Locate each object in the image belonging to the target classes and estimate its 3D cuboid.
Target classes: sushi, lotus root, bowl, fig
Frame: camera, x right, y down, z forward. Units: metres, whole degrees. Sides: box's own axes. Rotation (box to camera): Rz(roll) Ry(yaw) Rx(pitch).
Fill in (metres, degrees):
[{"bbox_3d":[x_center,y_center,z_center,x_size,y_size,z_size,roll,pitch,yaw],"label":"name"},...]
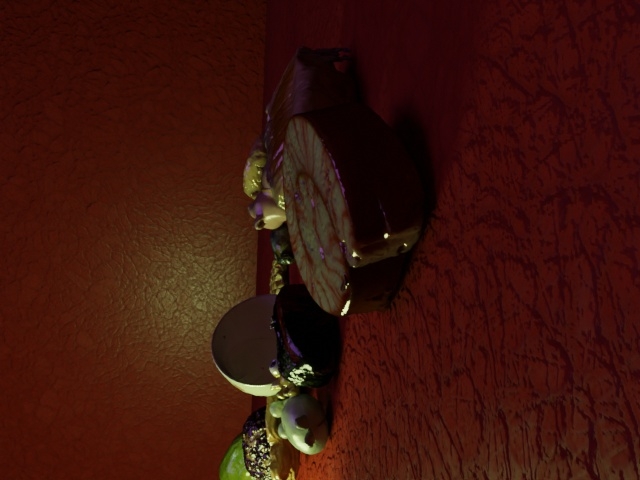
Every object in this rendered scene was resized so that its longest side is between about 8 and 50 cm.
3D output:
[{"bbox_3d":[-0.034,0.211,1.374,0.126,0.136,0.225,99,161,-47],"label":"sushi"},{"bbox_3d":[-0.113,0.018,1.974,0.192,0.088,0.113,-109,15,-61],"label":"lotus root"},{"bbox_3d":[-0.134,0.288,1.606,0.145,0.277,0.277,82,179,-46],"label":"bowl"},{"bbox_3d":[-0.232,0.765,2.154,0.314,0.233,0.233,109,160,-46],"label":"fig"}]

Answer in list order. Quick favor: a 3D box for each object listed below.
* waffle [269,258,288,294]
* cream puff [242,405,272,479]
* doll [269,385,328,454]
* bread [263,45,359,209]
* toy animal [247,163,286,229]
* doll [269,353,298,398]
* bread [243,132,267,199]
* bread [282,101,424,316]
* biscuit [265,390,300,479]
[{"bbox_3d":[-0.156,0.194,2.278,0.249,0.056,0.253,-165,76,-80],"label":"waffle"},{"bbox_3d":[-0.156,0.626,1.895,0.239,0.164,0.239,180,90,-78],"label":"cream puff"},{"bbox_3d":[-0.039,0.415,1.446,0.275,0.113,0.155,150,101,-73],"label":"doll"},{"bbox_3d":[-0.007,-0.207,1.245,0.236,0.183,0.389,130,149,-49],"label":"bread"},{"bbox_3d":[-0.129,-0.153,1.937,0.165,0.149,0.248,-110,44,-76],"label":"toy animal"},{"bbox_3d":[-0.058,0.241,1.489,0.117,0.086,0.291,-24,38,38],"label":"doll"},{"bbox_3d":[-0.168,-0.243,2.087,0.244,0.134,0.245,13,-90,-84],"label":"bread"},{"bbox_3d":[0.033,-0.046,0.935,0.328,0.114,0.295,98,152,-49],"label":"bread"},{"bbox_3d":[-0.093,0.493,1.686,0.376,0.051,0.269,-85,-17,-56],"label":"biscuit"}]
